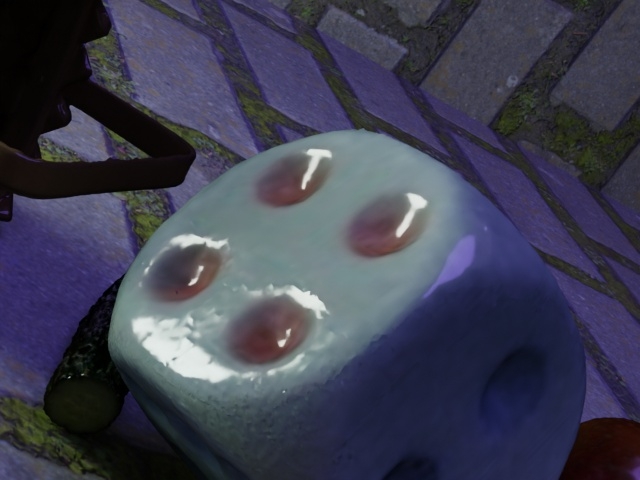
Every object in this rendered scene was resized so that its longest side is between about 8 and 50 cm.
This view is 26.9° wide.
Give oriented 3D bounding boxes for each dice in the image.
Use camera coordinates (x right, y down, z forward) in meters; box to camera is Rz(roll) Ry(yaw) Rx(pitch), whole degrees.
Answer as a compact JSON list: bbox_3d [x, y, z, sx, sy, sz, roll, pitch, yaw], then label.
[{"bbox_3d":[0.020,0.098,1.017,0.268,0.262,0.265,29,-26,46],"label":"dice"}]

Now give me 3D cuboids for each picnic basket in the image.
[{"bbox_3d":[-0.283,-0.137,1.139,0.321,0.291,0.254,34,17,21],"label":"picnic basket"}]

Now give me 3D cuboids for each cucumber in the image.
[{"bbox_3d":[-0.178,0.078,1.175,0.067,0.067,0.293,34,18,-8],"label":"cucumber"}]

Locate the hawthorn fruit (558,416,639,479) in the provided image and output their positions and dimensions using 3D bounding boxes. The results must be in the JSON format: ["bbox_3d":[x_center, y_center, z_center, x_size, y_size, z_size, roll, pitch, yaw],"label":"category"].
[{"bbox_3d":[0.259,0.293,1.174,0.258,0.258,0.262,27,37,-26],"label":"hawthorn fruit"}]
